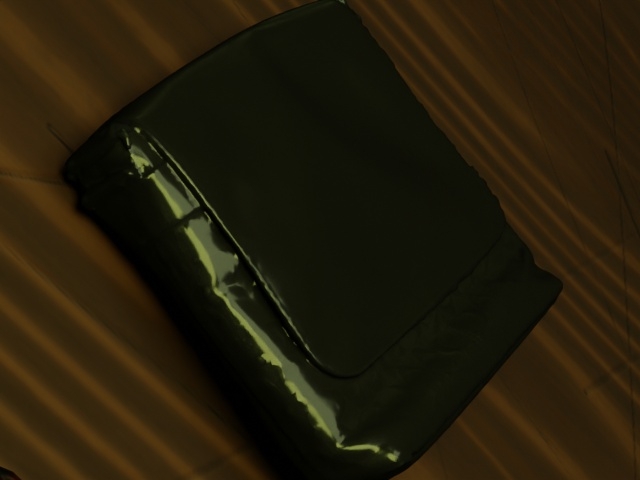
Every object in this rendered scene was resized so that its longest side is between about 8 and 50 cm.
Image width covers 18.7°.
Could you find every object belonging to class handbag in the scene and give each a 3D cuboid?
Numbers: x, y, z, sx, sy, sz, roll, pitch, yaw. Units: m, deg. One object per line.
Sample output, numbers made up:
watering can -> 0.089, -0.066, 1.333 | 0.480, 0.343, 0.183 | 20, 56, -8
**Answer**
handbag -> 0.000, 0.000, 0.999 | 0.223, 0.080, 0.247 | 52, 36, -1

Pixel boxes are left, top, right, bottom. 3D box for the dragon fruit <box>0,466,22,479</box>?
dragon fruit -> -0.113, 0.213, 0.473 | 0.329, 0.329, 0.329 | 33, 43, -36
